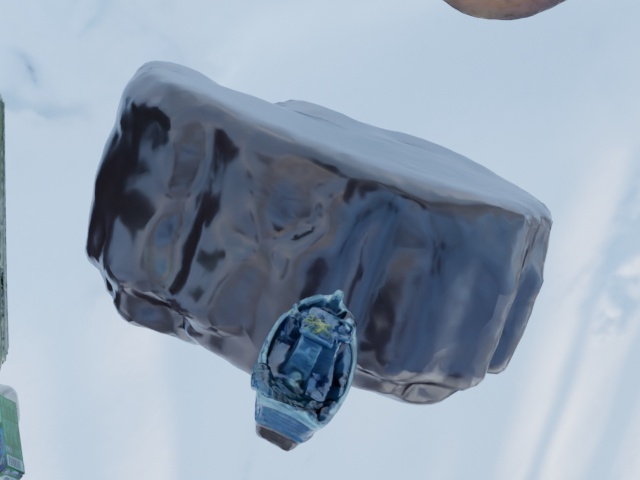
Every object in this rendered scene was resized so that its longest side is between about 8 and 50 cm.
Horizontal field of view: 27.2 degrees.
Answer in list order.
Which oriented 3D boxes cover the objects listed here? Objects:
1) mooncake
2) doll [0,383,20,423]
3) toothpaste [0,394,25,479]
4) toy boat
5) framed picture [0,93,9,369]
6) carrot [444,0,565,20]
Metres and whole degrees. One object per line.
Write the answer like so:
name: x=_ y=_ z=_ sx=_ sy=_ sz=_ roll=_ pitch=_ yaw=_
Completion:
mooncake: x=0.000 y=0.000 z=1.091 sx=0.381 sy=0.350 sz=0.212 roll=15 pitch=96 yaw=-15
doll: x=-0.489 y=0.159 z=1.196 sx=0.423 sy=0.348 sz=0.161 roll=7 pitch=116 yaw=-13
toothpaste: x=-0.253 y=0.160 z=1.061 sx=0.017 sy=0.083 sz=0.020 roll=-43 pitch=128 yaw=16
toy boat: x=-0.006 y=0.072 z=0.806 sx=0.061 sy=0.060 sz=0.137 roll=-61 pitch=179 yaw=26
framed picture: x=-0.300 y=-0.054 z=1.156 sx=0.016 sy=0.216 sz=0.273 roll=-8 pitch=127 yaw=-22
carrot: x=0.091 y=-0.242 z=0.684 sx=0.302 sy=0.138 sz=0.139 roll=-85 pitch=-172 yaw=-50
